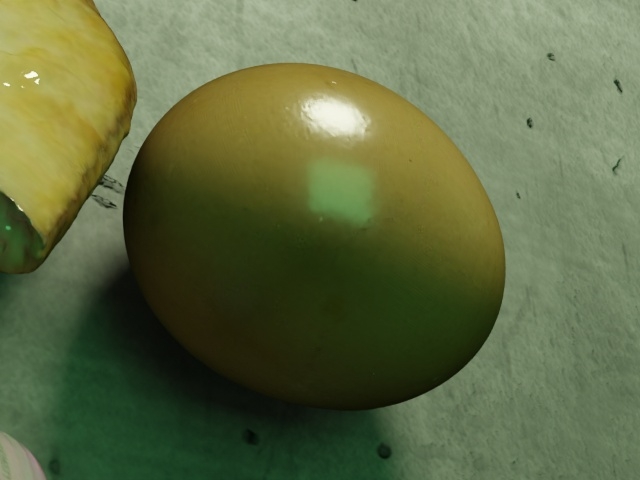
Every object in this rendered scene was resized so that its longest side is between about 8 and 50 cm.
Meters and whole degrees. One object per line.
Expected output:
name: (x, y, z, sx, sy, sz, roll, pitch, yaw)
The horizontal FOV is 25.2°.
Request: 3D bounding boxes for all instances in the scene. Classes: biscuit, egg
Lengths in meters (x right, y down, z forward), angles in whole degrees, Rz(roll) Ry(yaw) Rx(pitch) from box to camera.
biscuit: (-0.356, -0.174, 1.165, 0.429, 0.104, 0.446, 27, 26, -6)
egg: (0.000, 0.000, 1.305, 0.374, 0.301, 0.301, 29, 51, -36)

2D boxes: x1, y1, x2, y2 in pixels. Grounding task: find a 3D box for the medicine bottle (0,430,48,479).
medicine bottle: (-0.274, 0.243, 0.992, 0.302, 0.241, 0.241, 31, 50, -35)
